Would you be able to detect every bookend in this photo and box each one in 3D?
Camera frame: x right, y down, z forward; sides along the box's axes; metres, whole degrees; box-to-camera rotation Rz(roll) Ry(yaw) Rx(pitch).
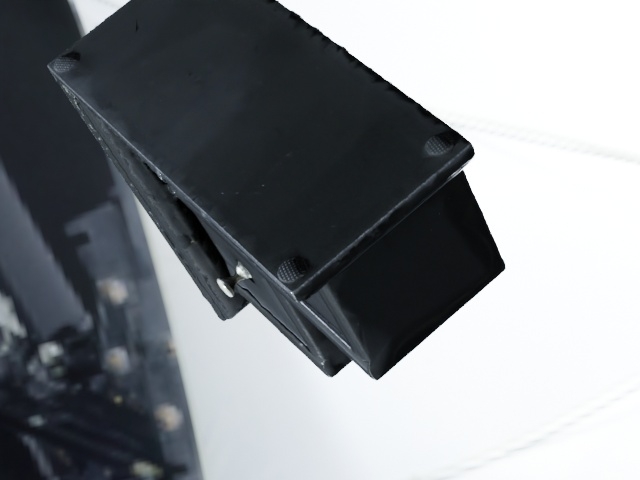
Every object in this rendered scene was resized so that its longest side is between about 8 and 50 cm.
[{"bbox_3d":[0.000,0.000,0.578,0.156,0.072,0.157,41,167,41],"label":"bookend"}]
